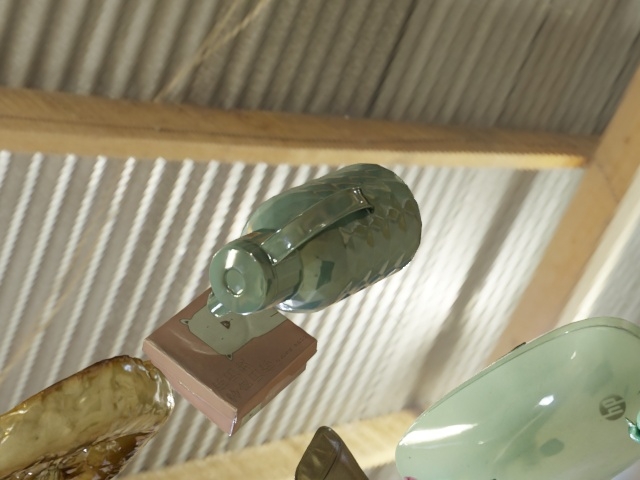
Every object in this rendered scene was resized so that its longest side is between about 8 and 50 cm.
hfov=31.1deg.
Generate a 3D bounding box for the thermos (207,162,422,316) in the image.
[{"bbox_3d":[0.000,0.000,1.291,0.182,0.145,0.286,-43,-10,34],"label":"thermos"}]

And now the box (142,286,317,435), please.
[{"bbox_3d":[-0.151,0.192,1.935,0.215,0.215,0.086,-40,-25,-37],"label":"box"}]

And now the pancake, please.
[{"bbox_3d":[-0.252,0.196,0.812,0.356,0.065,0.356,-35,-13,-9],"label":"pancake"}]

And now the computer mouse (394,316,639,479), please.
[{"bbox_3d":[0.212,0.189,1.113,0.288,0.159,0.097,-36,11,13],"label":"computer mouse"}]

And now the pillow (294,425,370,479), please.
[{"bbox_3d":[0.048,0.338,1.436,0.033,0.217,0.130,-29,17,34],"label":"pillow"}]

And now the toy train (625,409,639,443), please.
[{"bbox_3d":[0.281,0.102,0.721,0.154,0.107,0.198,-46,-33,-5],"label":"toy train"}]
